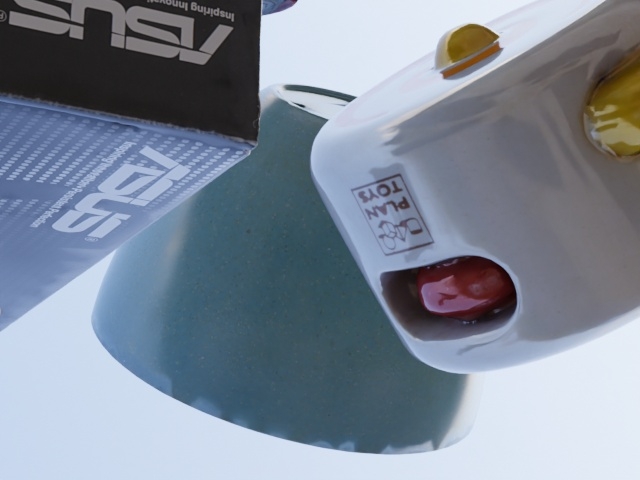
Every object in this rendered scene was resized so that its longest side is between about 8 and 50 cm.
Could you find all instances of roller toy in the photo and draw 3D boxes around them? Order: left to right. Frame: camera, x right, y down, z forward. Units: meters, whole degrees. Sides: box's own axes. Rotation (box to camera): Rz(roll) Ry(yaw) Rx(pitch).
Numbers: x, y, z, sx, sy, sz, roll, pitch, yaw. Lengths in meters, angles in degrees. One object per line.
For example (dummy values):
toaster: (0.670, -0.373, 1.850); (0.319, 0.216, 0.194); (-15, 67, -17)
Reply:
roller toy: (0.099, -0.039, 0.745); (0.146, 0.191, 0.209); (61, -174, -11)

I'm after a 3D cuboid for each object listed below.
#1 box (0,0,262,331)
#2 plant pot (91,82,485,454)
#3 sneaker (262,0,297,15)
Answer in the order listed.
box: (-0.170, -0.033, 0.465); (0.216, 0.270, 0.060); (11, -109, -26)
plant pot: (0.000, 0.000, 1.095); (0.290, 0.195, 0.290); (15, -165, -4)
sneaker: (-0.122, -0.162, 0.614); (0.262, 0.125, 0.104); (35, -110, -3)
